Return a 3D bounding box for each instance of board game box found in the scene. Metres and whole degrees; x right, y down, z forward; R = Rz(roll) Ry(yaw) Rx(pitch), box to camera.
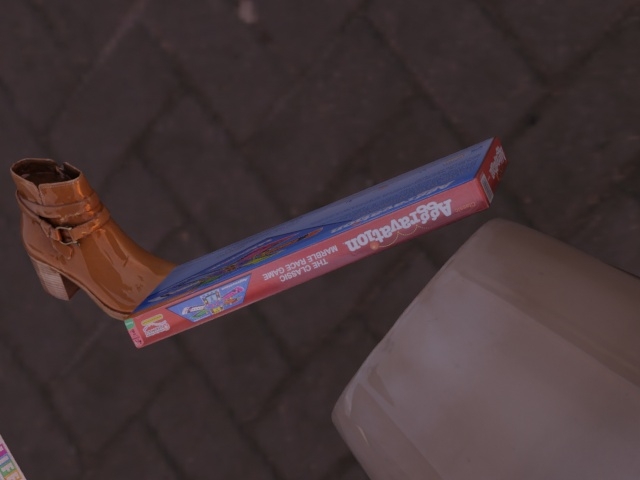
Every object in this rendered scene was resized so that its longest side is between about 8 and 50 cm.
[{"bbox_3d":[-0.388,0.257,2.121,0.103,0.026,0.154,6,125,60],"label":"board game box"},{"bbox_3d":[0.000,0.000,1.339,0.281,0.145,0.027,-22,99,17],"label":"board game box"}]

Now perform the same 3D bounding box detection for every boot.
[{"bbox_3d":[-0.213,-0.004,1.764,0.197,0.073,0.152,6,128,22],"label":"boot"}]

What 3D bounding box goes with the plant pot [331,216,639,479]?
[{"bbox_3d":[0.173,0.139,1.251,0.280,0.323,0.323,40,119,9],"label":"plant pot"}]
